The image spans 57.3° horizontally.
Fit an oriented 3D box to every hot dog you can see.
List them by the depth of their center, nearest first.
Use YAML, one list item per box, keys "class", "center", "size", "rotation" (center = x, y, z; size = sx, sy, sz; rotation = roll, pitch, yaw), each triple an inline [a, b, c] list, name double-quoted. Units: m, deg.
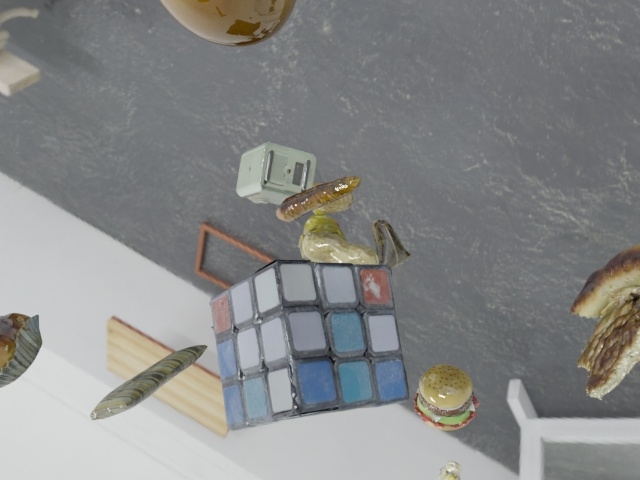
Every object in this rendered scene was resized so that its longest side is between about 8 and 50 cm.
- class: "hot dog"
  center: [-0.535, 0.175, 0.867]
  size: [0.270, 0.163, 0.082]
  rotation: [-16, 119, 17]

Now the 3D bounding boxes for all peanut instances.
- class: "peanut"
  center: [0.058, 0.048, 1.844]
  size: [0.256, 0.124, 0.124]
  rotation: [18, 131, 15]
- class: "peanut"
  center: [0.007, -0.152, 2.078]
  size: [0.225, 0.108, 0.095]
  rotation: [10, 144, 20]

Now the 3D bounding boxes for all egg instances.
- class: "egg"
  center: [-0.195, -0.541, 1.113]
  size: [0.282, 0.283, 0.351]
  rotation: [-20, 114, 36]

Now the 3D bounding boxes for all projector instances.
- class: "projector"
  center: [-0.144, -0.202, 1.820]
  size: [0.177, 0.164, 0.242]
  rotation: [12, 172, -28]

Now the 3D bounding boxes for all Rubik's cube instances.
- class: "Rubik's cube"
  center: [-0.033, 0.262, 1.460]
  size: [0.363, 0.358, 0.363]
  rotation: [-31, 66, 50]

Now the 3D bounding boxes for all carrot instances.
- class: "carrot"
  center: [-0.008, -0.115, 1.544]
  size: [0.314, 0.066, 0.066]
  rotation: [-20, 114, 47]

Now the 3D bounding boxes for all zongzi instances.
- class: "zongzi"
  center: [0.203, 0.024, 2.029]
  size: [0.187, 0.184, 0.084]
  rotation: [57, 140, 6]

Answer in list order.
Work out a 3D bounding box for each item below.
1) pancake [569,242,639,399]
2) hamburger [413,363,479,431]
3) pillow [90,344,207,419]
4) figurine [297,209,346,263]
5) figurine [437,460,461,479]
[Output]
- class: "pancake"
  center: [0.399, 0.081, 0.786]
  size: [0.056, 0.212, 0.258]
  rotation: [22, 119, 9]
- class: "hamburger"
  center: [0.333, 0.410, 1.566]
  size: [0.175, 0.175, 0.137]
  rotation: [6, 124, 23]
- class: "pillow"
  center: [-0.295, 0.242, 1.024]
  size: [0.113, 0.203, 0.038]
  rotation: [-25, 95, 33]
- class: "figurine"
  center: [0.002, 0.004, 2.286]
  size: [0.169, 0.327, 0.218]
  rotation: [11, 116, -13]
- class: "figurine"
  center: [0.277, 0.519, 1.263]
  size: [0.047, 0.051, 0.083]
  rotation: [14, 126, 12]
